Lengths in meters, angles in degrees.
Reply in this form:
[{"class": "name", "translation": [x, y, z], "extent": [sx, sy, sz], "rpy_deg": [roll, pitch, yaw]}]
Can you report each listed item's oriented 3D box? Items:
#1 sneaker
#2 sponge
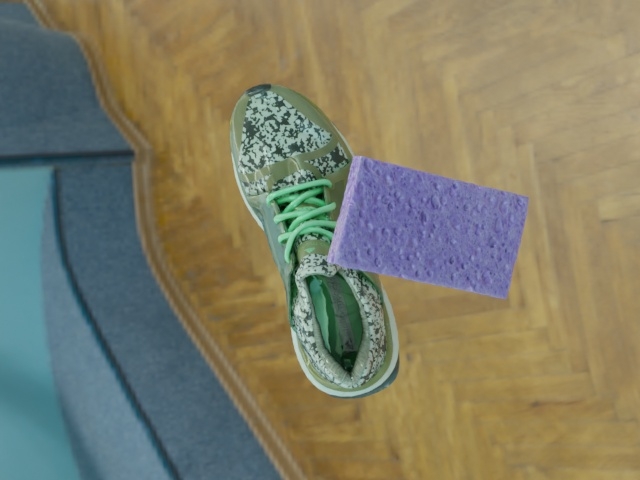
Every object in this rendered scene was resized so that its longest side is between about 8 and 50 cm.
[{"class": "sneaker", "translation": [0.000, 0.000, 1.344], "extent": [0.182, 0.158, 0.410], "rpy_deg": [-67, -44, -90]}, {"class": "sponge", "translation": [0.118, -0.012, 1.200], "extent": [0.031, 0.210, 0.117], "rpy_deg": [-164, 86, -69]}]
